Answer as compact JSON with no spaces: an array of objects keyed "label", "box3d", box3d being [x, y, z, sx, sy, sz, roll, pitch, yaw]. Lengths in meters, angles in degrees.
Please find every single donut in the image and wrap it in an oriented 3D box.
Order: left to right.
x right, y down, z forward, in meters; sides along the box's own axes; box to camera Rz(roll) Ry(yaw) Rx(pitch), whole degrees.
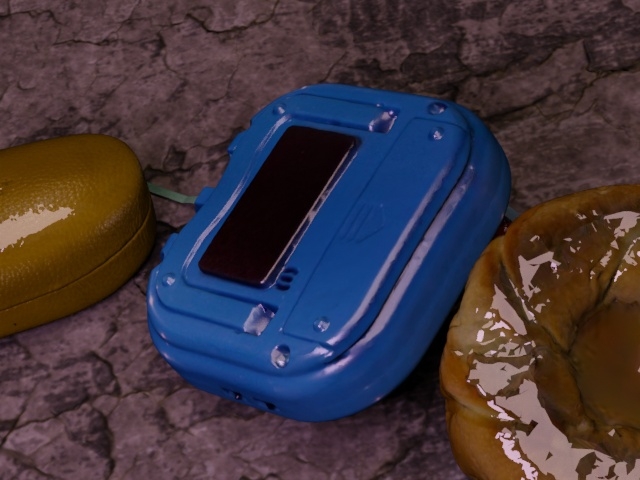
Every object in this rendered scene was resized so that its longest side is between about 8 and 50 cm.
[{"label":"donut","box3d":[0.280,0.113,1.587,0.360,0.170,0.360,0,64,1]}]

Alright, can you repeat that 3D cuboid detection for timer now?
[{"label":"timer","box3d":[0.000,0.000,1.710,0.309,0.115,0.340,12,62,43]}]

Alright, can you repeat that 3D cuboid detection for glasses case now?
[{"label":"glasses case","box3d":[-0.348,0.004,1.806,0.371,0.141,0.173,-16,51,-4]}]

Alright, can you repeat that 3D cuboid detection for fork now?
[{"label":"fork","box3d":[-0.158,-0.050,1.897,0.235,0.021,0.039,21,54,23]}]

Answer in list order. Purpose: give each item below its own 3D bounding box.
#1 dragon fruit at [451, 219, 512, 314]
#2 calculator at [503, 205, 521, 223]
[{"label":"dragon fruit","box3d":[0.130,0.025,1.758,0.162,0.083,0.106,22,68,24]},{"label":"calculator","box3d":[0.184,-0.023,1.806,0.172,0.018,0.057,38,21,32]}]
